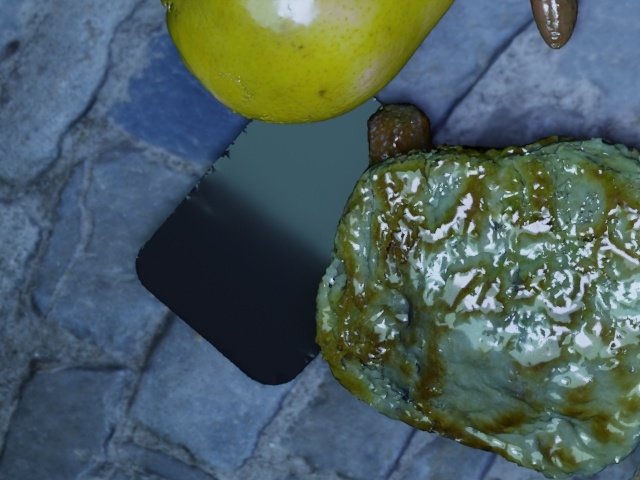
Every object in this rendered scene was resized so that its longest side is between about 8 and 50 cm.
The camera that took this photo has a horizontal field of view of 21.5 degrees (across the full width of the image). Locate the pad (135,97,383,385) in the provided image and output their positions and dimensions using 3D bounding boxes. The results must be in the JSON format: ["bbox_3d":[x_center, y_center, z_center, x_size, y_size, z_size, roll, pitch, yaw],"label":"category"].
[{"bbox_3d":[0.001,0.001,1.985,0.315,0.063,0.375,42,114,-5],"label":"pad"}]

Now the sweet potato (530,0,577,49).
[{"bbox_3d":[0.234,-0.304,1.730,0.050,0.050,0.214,-1,108,23],"label":"sweet potato"}]

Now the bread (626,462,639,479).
[{"bbox_3d":[0.468,0.251,1.768,0.279,0.225,0.250,20,150,10],"label":"bread"}]

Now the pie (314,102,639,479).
[{"bbox_3d":[0.208,0.068,1.807,0.418,0.180,0.395,17,113,19],"label":"pie"}]

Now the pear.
[{"bbox_3d":[-0.002,-0.273,1.736,0.285,0.336,0.285,53,160,28],"label":"pear"}]
